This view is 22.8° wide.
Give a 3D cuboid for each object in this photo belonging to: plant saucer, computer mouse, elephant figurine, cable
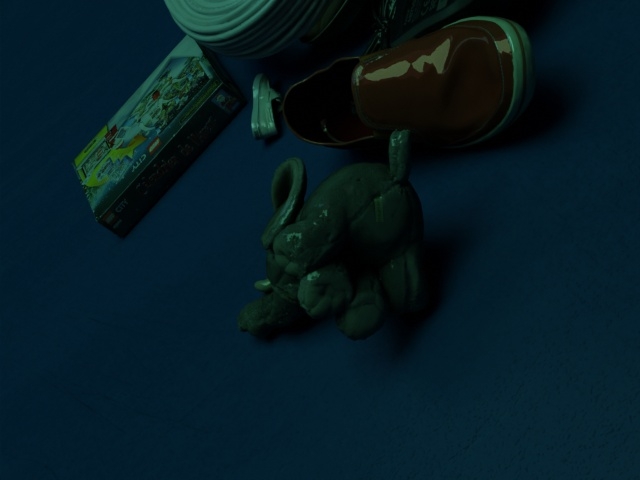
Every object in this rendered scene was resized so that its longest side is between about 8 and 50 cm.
[{"bbox_3d":[0.030,-0.295,1.828,0.168,0.029,0.168,-51,21,28],"label":"plant saucer"},{"bbox_3d":[0.138,-0.253,1.663,0.272,0.072,0.188,-22,46,60],"label":"computer mouse"},{"bbox_3d":[0.000,0.000,1.554,0.186,0.169,0.239,-29,15,-14],"label":"elephant figurine"},{"bbox_3d":[-0.074,-0.338,1.846,0.257,0.089,0.257,-47,47,18],"label":"cable"}]

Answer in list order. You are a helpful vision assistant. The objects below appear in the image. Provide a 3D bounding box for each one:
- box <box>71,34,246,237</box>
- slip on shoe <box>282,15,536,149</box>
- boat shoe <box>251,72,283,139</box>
[{"bbox_3d":[-0.205,-0.133,1.982,0.233,0.044,0.159,-46,35,10],"label":"box"},{"bbox_3d":[0.083,-0.145,1.576,0.331,0.101,0.123,-6,94,51],"label":"slip on shoe"},{"bbox_3d":[-0.059,-0.158,1.850,0.035,0.035,0.100,-8,45,11],"label":"boat shoe"}]
